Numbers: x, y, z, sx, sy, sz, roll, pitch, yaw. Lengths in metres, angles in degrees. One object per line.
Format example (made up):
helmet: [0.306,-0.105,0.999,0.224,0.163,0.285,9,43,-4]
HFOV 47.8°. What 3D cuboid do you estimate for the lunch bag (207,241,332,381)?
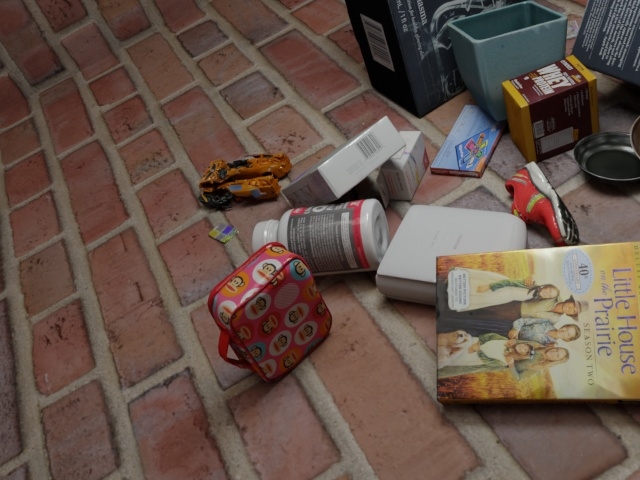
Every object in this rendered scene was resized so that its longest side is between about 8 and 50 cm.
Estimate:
lunch bag: [-0.117,0.175,1.585,0.258,0.293,0.120,-42,48,-20]

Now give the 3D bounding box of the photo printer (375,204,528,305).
photo printer: [0.312,0.039,1.658,0.307,0.107,0.256,8,51,32]

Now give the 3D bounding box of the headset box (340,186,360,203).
headset box: [0.080,-0.096,1.949,0.032,0.062,0.083,-7,43,21]

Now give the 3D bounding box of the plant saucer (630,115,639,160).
plant saucer: [0.874,-0.212,1.659,0.310,0.050,0.311,-5,46,5]

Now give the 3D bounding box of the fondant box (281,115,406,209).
fondant box: [0.052,-0.189,1.905,0.238,0.096,0.330,-39,6,-18]

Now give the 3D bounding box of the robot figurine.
robot figurine: [-0.241,-0.191,2.190,0.291,0.085,0.211,-2,45,24]

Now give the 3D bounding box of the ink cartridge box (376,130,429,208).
ink cartridge box: [0.222,-0.188,1.937,0.067,0.115,0.198,6,50,30]

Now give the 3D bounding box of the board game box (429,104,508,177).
board game box: [0.423,-0.281,2.004,0.145,0.027,0.281,8,50,33]

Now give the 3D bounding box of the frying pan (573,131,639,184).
frying pan: [0.761,-0.230,1.765,0.326,0.053,0.197,-33,46,-25]

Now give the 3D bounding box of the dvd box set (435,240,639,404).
dvd box set: [0.437,0.165,1.413,0.420,0.062,0.308,-4,69,22]

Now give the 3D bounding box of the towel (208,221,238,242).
towel: [-0.283,-0.023,2.090,0.060,0.009,0.083,-43,44,-21]

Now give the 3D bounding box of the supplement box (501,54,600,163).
supplement box: [0.592,-0.333,1.851,0.194,0.191,0.129,-21,41,4]

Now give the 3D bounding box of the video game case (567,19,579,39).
video game case: [0.740,-0.646,2.248,0.122,0.011,0.087,-12,43,15]

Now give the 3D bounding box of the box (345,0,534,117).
box: [0.354,-0.715,2.153,0.471,0.480,0.297,-34,43,-10]

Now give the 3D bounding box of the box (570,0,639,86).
box: [0.870,-0.473,1.745,0.293,0.212,0.395,-3,28,-30]

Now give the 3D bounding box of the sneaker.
sneaker: [0.514,-0.067,1.702,0.118,0.107,0.279,-34,35,18]

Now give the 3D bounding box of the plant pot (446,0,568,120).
plant pot: [0.506,-0.473,1.948,0.248,0.252,0.247,-15,30,-1]

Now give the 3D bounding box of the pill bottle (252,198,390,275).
pill bottle: [0.000,0.000,1.799,0.318,0.176,0.176,-6,44,20]
